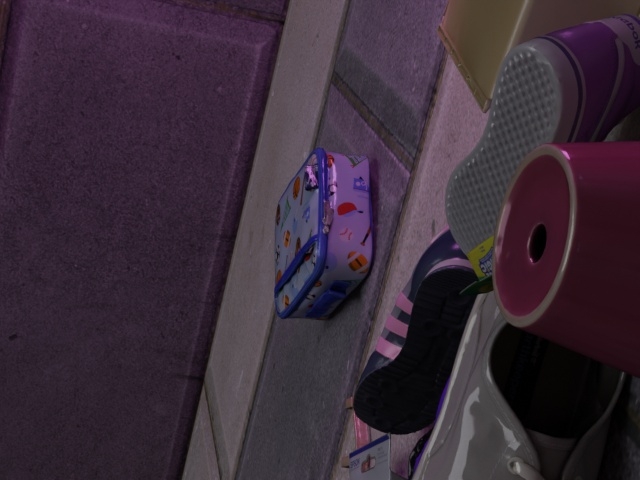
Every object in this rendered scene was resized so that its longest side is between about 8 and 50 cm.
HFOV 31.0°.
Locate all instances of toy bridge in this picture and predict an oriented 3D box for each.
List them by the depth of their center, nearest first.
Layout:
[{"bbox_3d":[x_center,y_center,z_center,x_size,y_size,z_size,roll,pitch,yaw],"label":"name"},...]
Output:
[{"bbox_3d":[0.049,0.316,1.646,0.063,0.026,0.188,139,139,-67],"label":"toy bridge"}]

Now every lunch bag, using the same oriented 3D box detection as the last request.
[{"bbox_3d":[0.000,0.000,1.898,0.303,0.115,0.243,125,150,-63],"label":"lunch bag"}]

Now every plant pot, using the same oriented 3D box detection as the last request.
[{"bbox_3d":[0.227,0.011,0.803,0.201,0.180,0.201,-169,90,-76],"label":"plant pot"}]

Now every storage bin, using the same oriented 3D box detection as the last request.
[{"bbox_3d":[0.228,-0.277,1.133,0.260,0.123,0.262,-102,25,-59],"label":"storage bin"}]

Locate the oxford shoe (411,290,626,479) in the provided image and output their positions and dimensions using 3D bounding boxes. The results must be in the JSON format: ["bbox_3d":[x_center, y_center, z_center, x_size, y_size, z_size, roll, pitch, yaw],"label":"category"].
[{"bbox_3d":[0.160,0.229,0.978,0.130,0.169,0.449,180,105,-75],"label":"oxford shoe"}]

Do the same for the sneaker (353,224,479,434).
[{"bbox_3d":[0.131,0.104,1.349,0.131,0.112,0.319,-70,5,-46],"label":"sneaker"}]

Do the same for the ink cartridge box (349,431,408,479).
[{"bbox_3d":[0.077,0.411,1.389,0.165,0.065,0.332,131,145,-66],"label":"ink cartridge box"}]

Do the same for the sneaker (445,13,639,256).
[{"bbox_3d":[0.218,-0.084,1.040,0.102,0.161,0.282,51,149,22],"label":"sneaker"}]

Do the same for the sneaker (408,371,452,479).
[{"bbox_3d":[0.142,0.212,1.178,0.146,0.102,0.293,-127,48,-73],"label":"sneaker"}]

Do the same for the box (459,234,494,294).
[{"bbox_3d":[0.199,-0.008,0.945,0.043,0.179,0.105,63,159,7],"label":"box"}]
